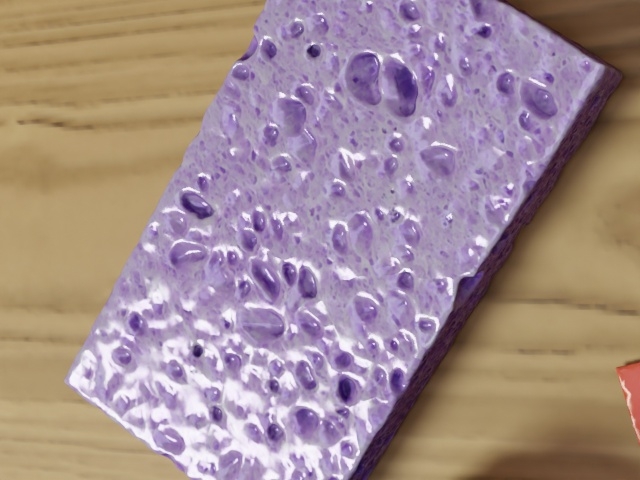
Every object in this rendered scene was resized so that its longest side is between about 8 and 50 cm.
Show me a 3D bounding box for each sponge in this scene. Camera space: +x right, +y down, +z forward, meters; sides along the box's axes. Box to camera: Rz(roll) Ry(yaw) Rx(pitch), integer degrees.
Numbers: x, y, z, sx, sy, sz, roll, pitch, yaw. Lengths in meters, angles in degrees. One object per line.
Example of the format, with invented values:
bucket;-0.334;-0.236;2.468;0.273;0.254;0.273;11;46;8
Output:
sponge;0.000;0.000;0.453;0.117;0.031;0.210;36;108;18

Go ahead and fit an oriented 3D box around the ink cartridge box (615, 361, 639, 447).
ink cartridge box;0.134;0.091;0.399;0.062;0.029;0.115;-17;88;26
